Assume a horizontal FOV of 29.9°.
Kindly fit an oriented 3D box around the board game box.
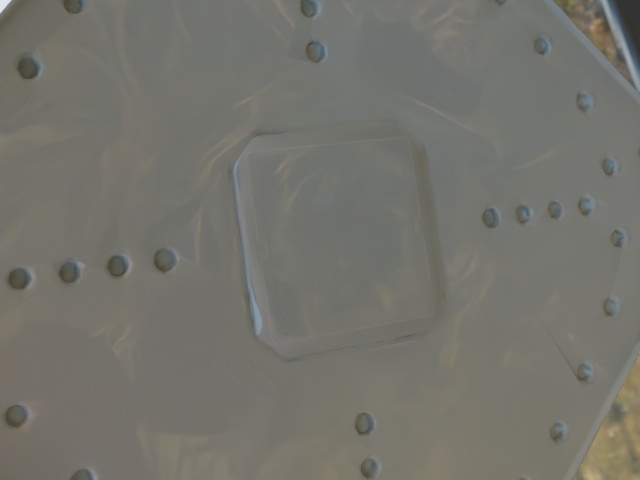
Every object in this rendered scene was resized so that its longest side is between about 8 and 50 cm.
[{"bbox_3d":[0.000,0.000,0.625,0.390,0.390,0.050,41,158,-20],"label":"board game box"}]
